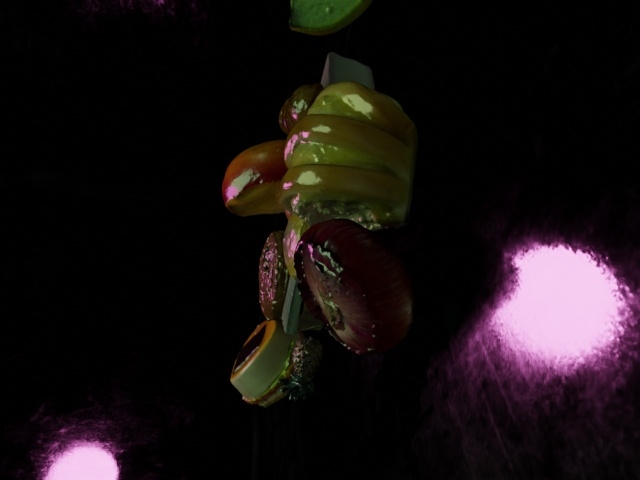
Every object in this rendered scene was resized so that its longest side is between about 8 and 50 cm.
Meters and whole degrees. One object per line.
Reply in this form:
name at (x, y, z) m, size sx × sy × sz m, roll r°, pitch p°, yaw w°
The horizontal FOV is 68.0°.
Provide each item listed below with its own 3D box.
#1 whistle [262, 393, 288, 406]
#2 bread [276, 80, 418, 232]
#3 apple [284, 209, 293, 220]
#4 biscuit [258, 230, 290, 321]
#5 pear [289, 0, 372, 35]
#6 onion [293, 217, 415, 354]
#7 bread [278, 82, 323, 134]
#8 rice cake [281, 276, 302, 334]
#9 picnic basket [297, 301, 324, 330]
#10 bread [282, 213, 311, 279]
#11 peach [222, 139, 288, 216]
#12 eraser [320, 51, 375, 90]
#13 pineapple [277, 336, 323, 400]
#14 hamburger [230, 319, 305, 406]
whistle at (-0.186, 0.525, 1.770) m, size 0.290 × 0.163 × 0.163 m, roll 122°, pitch 152°, yaw -64°
bread at (0.031, -0.146, 0.870) m, size 0.315 × 0.211 × 0.270 m, roll -179°, pitch 95°, yaw -66°
apple at (-0.036, -0.104, 1.414) m, size 0.146 × 0.146 × 0.131 m, roll 171°, pitch 85°, yaw -78°
biscuit at (-0.147, 0.107, 1.467) m, size 0.296 × 0.075 × 0.296 m, roll -174°, pitch 90°, yaw -71°
pear at (0.045, -0.697, 1.177) m, size 0.318 × 0.238 × 0.342 m, roll -79°, pitch -4°, yaw -63°
onion at (0.055, 0.068, 0.777) m, size 0.161 × 0.248 × 0.248 m, roll -47°, pitch 1°, yaw -17°
bread at (-0.045, -0.308, 1.126) m, size 0.344 × 0.084 × 0.124 m, roll -135°, pitch 54°, yaw -76°
rice cake at (-0.067, 0.140, 1.282) m, size 0.124 × 0.038 × 0.211 m, roll -120°, pitch 40°, yaw -73°
picnic basket at (-0.022, 0.178, 1.338) m, size 0.164 × 0.079 × 0.115 m, roll 115°, pitch 160°, yaw -56°
bread at (-0.003, 0.001, 1.112) m, size 0.197 × 0.170 × 0.197 m, roll -174°, pitch 90°, yaw -77°
peach at (-0.144, -0.225, 1.621) m, size 0.306 × 0.380 × 0.242 m, roll 50°, pitch -140°, yaw -69°
eraser at (0.033, -0.242, 1.212) m, size 0.359 × 0.122 × 0.272 m, roll 113°, pitch 162°, yaw -52°
pineapple at (-0.051, 0.353, 1.324) m, size 0.083 × 0.103 × 0.221 m, roll -120°, pitch 37°, yaw -50°
hamburger at (-0.160, 0.397, 1.544) m, size 0.276 × 0.179 × 0.294 m, roll -47°, pitch 14°, yaw 17°
